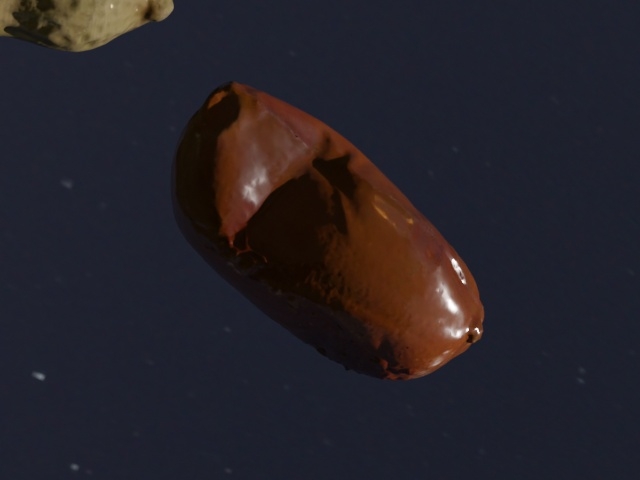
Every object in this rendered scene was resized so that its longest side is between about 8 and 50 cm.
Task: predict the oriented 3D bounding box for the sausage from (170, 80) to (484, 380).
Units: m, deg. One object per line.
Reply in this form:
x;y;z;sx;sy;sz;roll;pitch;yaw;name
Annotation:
0.000;0.000;0.730;0.089;0.179;0.089;-39;-157;20;sausage

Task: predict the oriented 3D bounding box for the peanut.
-0.180;-0.159;1.001;0.082;0.187;0.082;-179;-90;-66;peanut
